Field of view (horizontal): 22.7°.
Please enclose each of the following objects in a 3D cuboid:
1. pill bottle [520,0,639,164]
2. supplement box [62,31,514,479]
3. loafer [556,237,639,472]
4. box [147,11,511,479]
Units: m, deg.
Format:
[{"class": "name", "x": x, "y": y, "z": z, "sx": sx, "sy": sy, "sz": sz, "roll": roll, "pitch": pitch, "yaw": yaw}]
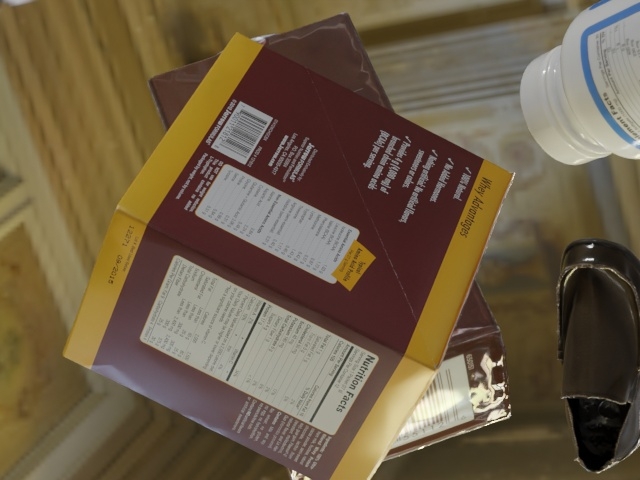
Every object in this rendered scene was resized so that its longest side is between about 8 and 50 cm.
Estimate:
[{"class": "pill bottle", "x": 0.253, "y": -0.131, "z": 1.156, "sx": 0.124, "sy": 0.221, "sz": 0.124, "roll": 13, "pitch": -112, "yaw": -35}, {"class": "supplement box", "x": -0.015, "y": 0.012, "z": 0.953, "sx": 0.129, "sy": 0.194, "sz": 0.191, "roll": -63, "pitch": 0, "yaw": 42}, {"class": "loafer", "x": 0.237, "y": 0.102, "z": 1.322, "sx": 0.078, "sy": 0.080, "sz": 0.220, "roll": -54, "pitch": -42, "yaw": -53}, {"class": "box", "x": 0.000, "y": 0.000, "z": 1.333, "sx": 0.143, "sy": 0.191, "sz": 0.381, "roll": 76, "pitch": 174, "yaw": -52}]
